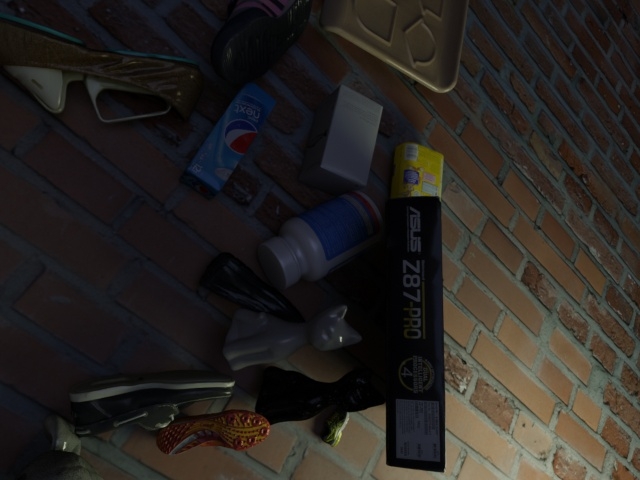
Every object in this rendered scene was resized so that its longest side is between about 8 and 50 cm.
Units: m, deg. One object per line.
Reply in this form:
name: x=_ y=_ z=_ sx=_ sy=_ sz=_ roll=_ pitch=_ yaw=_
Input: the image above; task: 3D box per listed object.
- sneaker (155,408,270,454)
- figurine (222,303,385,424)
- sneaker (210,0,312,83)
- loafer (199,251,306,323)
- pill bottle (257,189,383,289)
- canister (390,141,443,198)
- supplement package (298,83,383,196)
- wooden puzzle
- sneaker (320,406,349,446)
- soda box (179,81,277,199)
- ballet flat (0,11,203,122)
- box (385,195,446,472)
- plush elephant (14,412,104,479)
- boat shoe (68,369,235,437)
sneaker: x=-0.168 y=0.298 z=0.673 sx=0.174 sy=0.067 sz=0.064 roll=3 pitch=82 yaw=-10
figurine: x=-0.022 y=0.195 z=0.671 sx=0.092 sy=0.209 sz=0.215 roll=-67 pitch=142 yaw=-58
sneaker: x=-0.130 y=-0.387 z=0.758 sx=0.130 sy=0.112 sz=0.319 roll=23 pitch=48 yaw=8
loafer: x=-0.111 y=0.112 z=0.744 sx=0.223 sy=0.076 sz=0.078 roll=42 pitch=88 yaw=-22
pill bottle: x=0.000 y=0.000 z=0.784 sx=0.221 sy=0.124 sz=0.125 roll=-27 pitch=96 yaw=-29
canister: x=0.216 y=-0.120 z=0.945 sx=0.126 sy=0.073 sz=0.170 roll=15 pitch=75 yaw=-26
supplement package: x=0.040 y=-0.194 z=0.843 sx=0.105 sy=0.105 sz=0.180 roll=20 pitch=73 yaw=-25
wooden puzzle: x=0.176 y=-0.539 z=0.984 sx=0.347 sy=0.080 sz=0.323 roll=18 pitch=75 yaw=-20
sneaker: x=0.028 y=0.347 z=0.802 sx=0.035 sy=0.031 sz=0.084 roll=28 pitch=71 yaw=-21
soda box: x=-0.163 y=-0.179 z=0.751 sx=0.067 sy=0.071 sz=0.210 roll=34 pitch=69 yaw=-20
ballet flat: x=-0.356 y=-0.250 z=0.653 sx=0.341 sy=0.116 sz=0.124 roll=3 pitch=101 yaw=-31
box: x=0.169 y=0.148 z=0.760 sx=0.097 sy=0.318 sz=0.396 roll=-1 pitch=81 yaw=11
plush elephant: x=-0.357 y=0.363 z=0.473 sx=0.329 sy=0.271 sz=0.256 roll=20 pitch=87 yaw=-54
boat shoe: x=-0.246 y=0.242 z=0.637 sx=0.232 sy=0.084 sz=0.079 roll=-3 pitch=88 yaw=-15
